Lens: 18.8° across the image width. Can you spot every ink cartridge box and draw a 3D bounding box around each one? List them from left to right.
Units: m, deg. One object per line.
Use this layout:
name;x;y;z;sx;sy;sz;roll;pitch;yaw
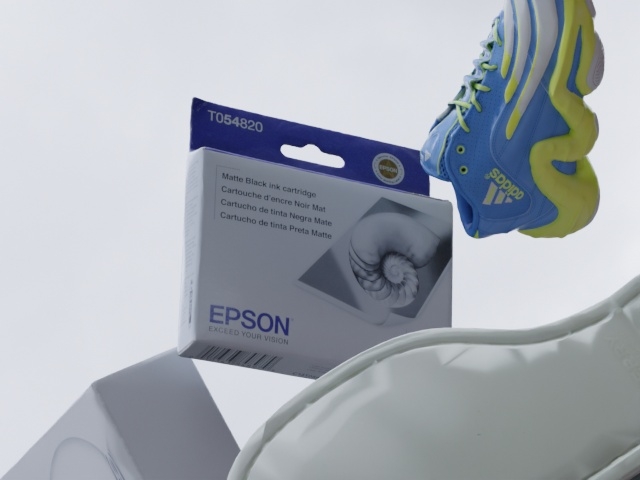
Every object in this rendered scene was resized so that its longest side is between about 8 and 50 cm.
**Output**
ink cartridge box;0.000;0.000;1.518;0.223;0.224;0.045;11;-26;-23

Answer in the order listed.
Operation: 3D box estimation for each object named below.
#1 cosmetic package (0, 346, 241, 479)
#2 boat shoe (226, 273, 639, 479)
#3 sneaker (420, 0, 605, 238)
cosmetic package;-0.111;0.310;1.537;0.097;0.377;0.284;-22;-13;-33
boat shoe;0.110;0.093;0.922;0.319;0.116;0.099;-22;-31;-10
sneaker;0.133;-0.098;1.381;0.126;0.091;0.240;-17;-62;-13
